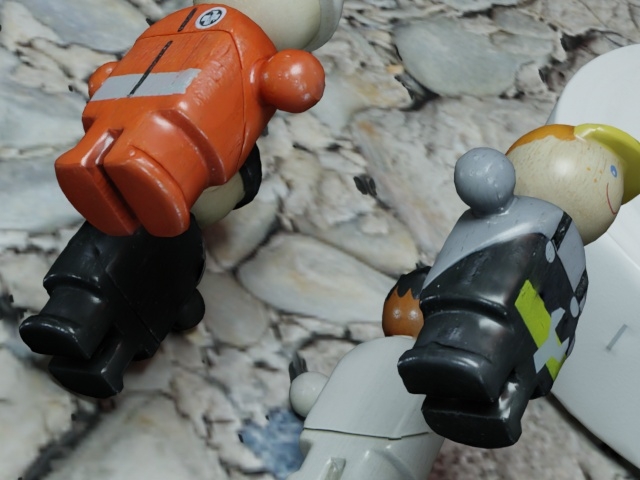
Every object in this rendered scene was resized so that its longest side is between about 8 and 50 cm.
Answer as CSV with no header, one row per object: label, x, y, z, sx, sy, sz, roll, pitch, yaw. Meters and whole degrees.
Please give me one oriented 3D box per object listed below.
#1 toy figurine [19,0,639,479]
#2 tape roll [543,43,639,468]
toy figurine,0.000,0.000,0.517,0.209,0.213,0.148,29,56,1
tape roll,0.240,0.014,0.701,0.286,0.100,0.286,12,43,-12
